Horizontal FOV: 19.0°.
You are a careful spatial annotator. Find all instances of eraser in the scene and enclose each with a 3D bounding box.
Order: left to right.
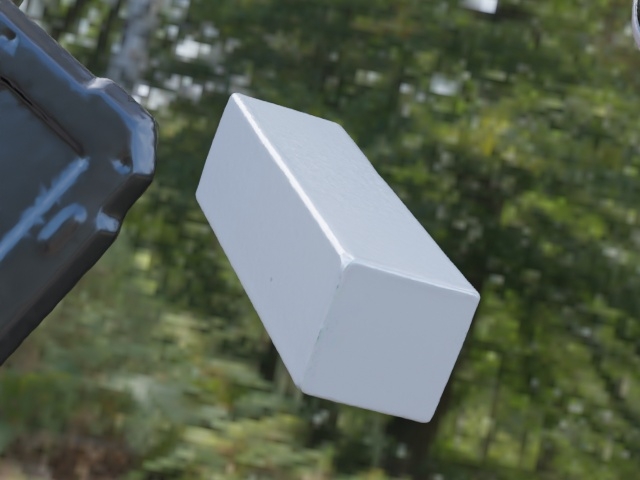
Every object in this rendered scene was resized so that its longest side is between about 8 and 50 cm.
[{"bbox_3d":[0.001,0.000,1.086,0.078,0.076,0.298,16,16,-19],"label":"eraser"}]

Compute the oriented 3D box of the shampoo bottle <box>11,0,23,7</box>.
[{"bbox_3d":[-0.313,-0.163,1.555,0.085,0.085,0.262,14,-45,-32],"label":"shampoo bottle"}]

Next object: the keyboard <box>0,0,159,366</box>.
[{"bbox_3d":[-0.154,0.043,0.443,0.106,0.262,0.016,41,-4,15],"label":"keyboard"}]

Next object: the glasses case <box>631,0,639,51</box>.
[{"bbox_3d":[0.337,-0.114,1.098,0.314,0.122,0.075,12,-41,8],"label":"glasses case"}]
